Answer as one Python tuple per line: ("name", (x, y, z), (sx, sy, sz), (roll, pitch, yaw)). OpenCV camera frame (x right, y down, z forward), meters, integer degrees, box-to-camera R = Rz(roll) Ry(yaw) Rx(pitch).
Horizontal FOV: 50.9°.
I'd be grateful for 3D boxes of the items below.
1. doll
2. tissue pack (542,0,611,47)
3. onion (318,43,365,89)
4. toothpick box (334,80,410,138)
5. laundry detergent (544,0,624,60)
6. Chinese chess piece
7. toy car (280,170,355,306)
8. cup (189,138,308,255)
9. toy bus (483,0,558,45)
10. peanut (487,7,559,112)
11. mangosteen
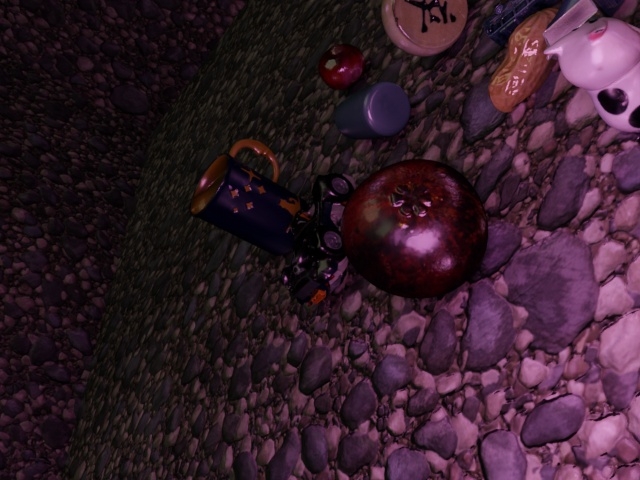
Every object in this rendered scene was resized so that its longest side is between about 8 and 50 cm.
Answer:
("doll", (0.400, -0.227, 0.906), (0.110, 0.181, 0.106), (-16, 39, 57))
("tissue pack", (0.410, -0.293, 1.009), (0.085, 0.111, 0.079), (-42, 34, 34))
("onion", (0.057, -0.464, 1.789), (0.131, 0.131, 0.131), (-41, 33, 35))
("toothpick box", (0.111, -0.289, 1.529), (0.184, 0.120, 0.120), (6, 70, 65))
("laundry detergent", (0.427, -0.372, 1.071), (0.206, 0.097, 0.061), (-57, 43, 8))
("Chinese chess piece", (0.223, -0.492, 1.443), (0.188, 0.189, 0.083), (-64, 14, -5))
("toy car", (0.002, 0.002, 1.448), (0.193, 0.118, 0.301), (-47, 30, 45))
("cup", (-0.152, -0.119, 1.675), (0.178, 0.256, 0.254), (15, 79, 63))
("toy bus", (0.384, -0.438, 1.267), (0.166, 0.047, 0.065), (-36, 40, 40))
("peanut", (0.354, -0.311, 1.151), (0.083, 0.093, 0.194), (34, 92, 36))
("mangosteen", (0.154, -0.001, 1.112), (0.261, 0.236, 0.235), (76, -155, -61))
